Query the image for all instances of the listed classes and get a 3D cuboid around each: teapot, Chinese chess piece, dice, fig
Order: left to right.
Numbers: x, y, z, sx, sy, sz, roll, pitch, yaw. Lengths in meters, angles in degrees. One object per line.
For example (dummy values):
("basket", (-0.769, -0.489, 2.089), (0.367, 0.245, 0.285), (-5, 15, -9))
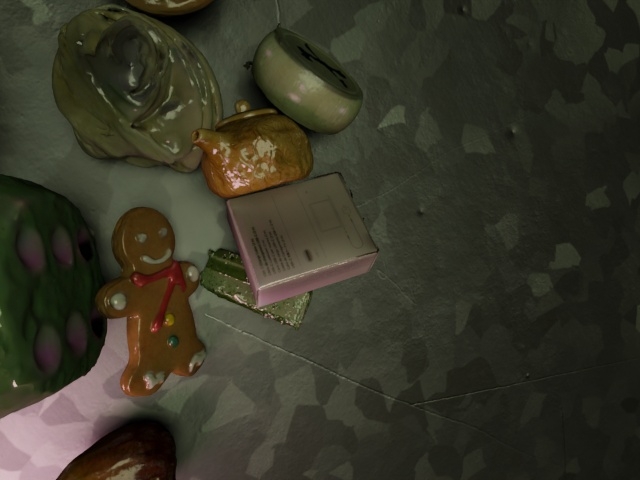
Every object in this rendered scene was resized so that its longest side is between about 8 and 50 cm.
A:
("dice", (-0.523, 0.087, 0.596), (0.330, 0.322, 0.319), (-13, 93, -6))
("fig", (-0.404, 0.439, 0.756), (0.274, 0.145, 0.170), (-4, 93, -33))
("teapot", (-0.118, -0.179, 0.783), (0.311, 0.203, 0.167), (-28, 105, -59))
("Chinese chess piece", (-0.025, -0.310, 0.815), (0.237, 0.238, 0.092), (31, 123, -17))

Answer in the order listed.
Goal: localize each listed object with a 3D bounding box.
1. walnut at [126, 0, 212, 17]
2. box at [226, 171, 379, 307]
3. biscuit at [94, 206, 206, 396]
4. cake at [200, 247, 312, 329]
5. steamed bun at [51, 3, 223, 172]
("walnut", (-0.273, -0.517, 0.720), (0.256, 0.224, 0.257), (0, 90, -18))
("box", (-0.039, -0.008, 0.840), (0.251, 0.106, 0.203), (-16, 65, -18))
("biscuit", (-0.297, 0.107, 0.768), (0.216, 0.047, 0.340), (-13, 99, -62))
("cake", (-0.134, 0.099, 0.898), (0.235, 0.099, 0.100), (22, 86, 4))
("steamed bun", (-0.307, -0.268, 0.732), (0.280, 0.207, 0.268), (9, 90, -21))
